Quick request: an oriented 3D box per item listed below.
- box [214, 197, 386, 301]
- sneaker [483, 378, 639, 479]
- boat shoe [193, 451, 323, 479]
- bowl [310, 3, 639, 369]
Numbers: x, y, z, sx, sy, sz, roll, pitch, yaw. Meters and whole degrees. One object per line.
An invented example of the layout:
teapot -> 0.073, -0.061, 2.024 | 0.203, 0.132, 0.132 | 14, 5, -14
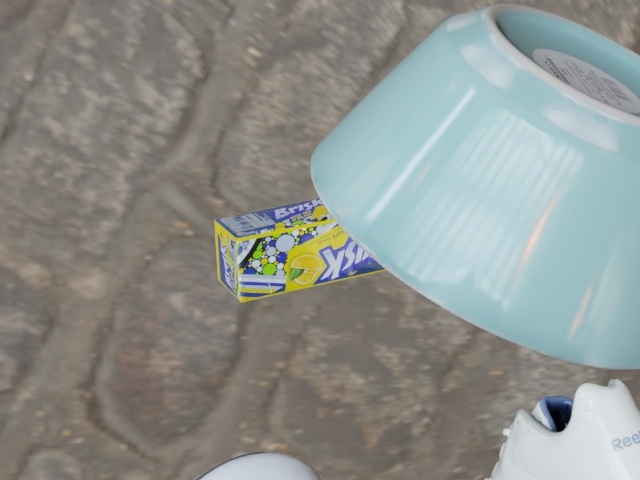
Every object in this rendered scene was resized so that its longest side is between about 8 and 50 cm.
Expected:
box -> 0.000, 0.000, 1.625 | 0.169, 0.054, 0.059 | -12, 115, -20
sneaker -> 0.172, 0.184, 1.421 | 0.111, 0.297, 0.129 | -9, 74, -28
boat shoe -> -0.077, 0.183, 0.917 | 0.301, 0.108, 0.102 | 112, 146, -40
bowl -> 0.166, -0.061, 1.442 | 0.311, 0.311, 0.163 | 32, 113, 14
